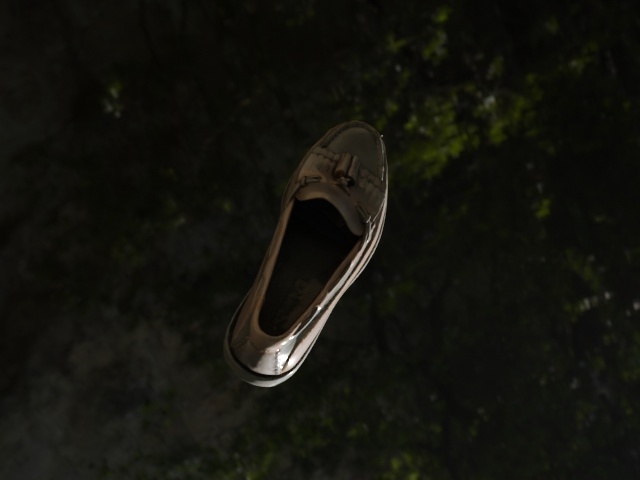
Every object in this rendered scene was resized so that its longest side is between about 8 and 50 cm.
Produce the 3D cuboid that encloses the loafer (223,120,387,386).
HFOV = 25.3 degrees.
[{"bbox_3d":[0.000,0.000,0.576,0.045,0.039,0.125,25,-117,-1],"label":"loafer"}]
